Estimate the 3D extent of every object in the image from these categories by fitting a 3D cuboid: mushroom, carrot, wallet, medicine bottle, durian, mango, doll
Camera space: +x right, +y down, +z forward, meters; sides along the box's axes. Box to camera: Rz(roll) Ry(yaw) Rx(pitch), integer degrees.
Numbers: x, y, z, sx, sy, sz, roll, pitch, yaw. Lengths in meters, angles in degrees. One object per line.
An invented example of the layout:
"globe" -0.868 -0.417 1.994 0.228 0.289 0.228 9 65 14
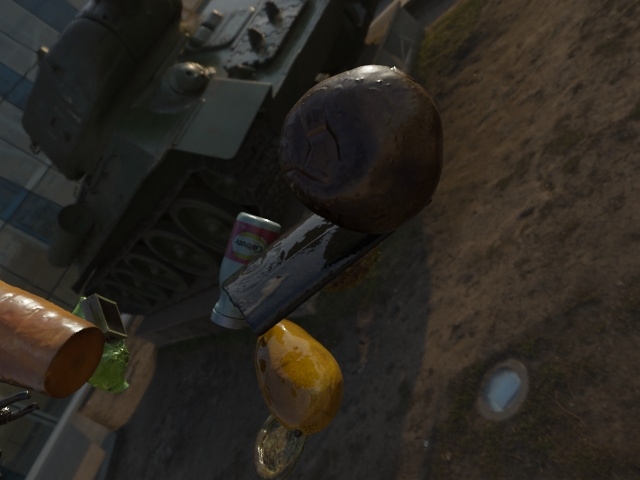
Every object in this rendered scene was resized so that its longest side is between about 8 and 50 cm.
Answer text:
"mushroom" 0.037 -0.102 0.590 0.231 0.138 0.195 -26 73 50
"carrot" -0.278 0.070 0.395 0.087 0.193 0.087 23 -90 -87
"wallet" 0.000 0.000 0.722 0.321 0.044 0.170 -39 31 -9
"medicine bottle" -0.149 0.060 0.937 0.090 0.090 0.217 21 94 68
"durian" -0.556 0.260 1.187 0.139 0.101 0.251 -17 74 7
"mango" -0.042 0.239 0.879 0.109 0.147 0.227 90 159 -50
"doll" -0.545 0.301 0.737 0.057 0.165 0.139 94 179 -45

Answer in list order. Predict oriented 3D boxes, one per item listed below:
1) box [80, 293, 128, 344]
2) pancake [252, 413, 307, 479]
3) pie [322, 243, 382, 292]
"box" -0.402 0.150 0.896 0.035 0.083 0.079 -27 -19 -5
"pancake" -0.107 0.555 1.340 0.250 0.031 0.250 -42 23 23
"pie" 0.072 0.044 1.608 0.103 0.354 0.289 52 138 45
